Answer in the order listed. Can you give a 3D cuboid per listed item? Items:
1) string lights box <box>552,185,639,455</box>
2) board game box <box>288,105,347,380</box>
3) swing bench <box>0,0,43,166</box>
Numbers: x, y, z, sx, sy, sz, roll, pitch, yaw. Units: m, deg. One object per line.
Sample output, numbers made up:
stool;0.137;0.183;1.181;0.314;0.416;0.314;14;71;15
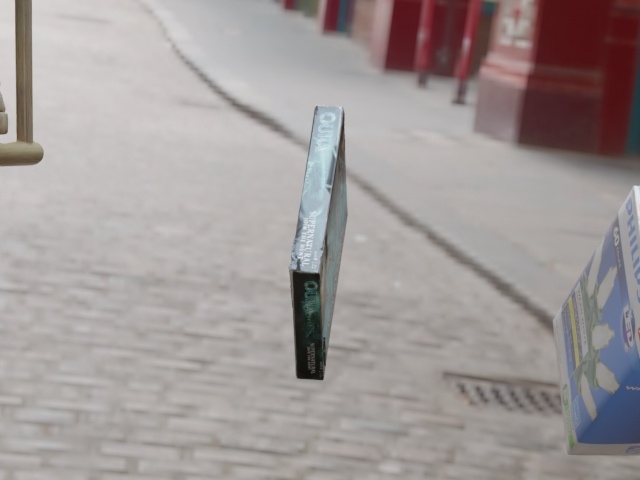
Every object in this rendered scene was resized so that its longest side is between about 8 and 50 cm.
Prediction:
string lights box;0.264;0.072;1.355;0.076;0.133;0.260;1;-27;-7
board game box;0.000;0.000;1.311;0.026;0.126;0.186;3;47;5
swing bench;-0.317;-0.174;1.156;0.165;0.253;0.254;1;5;14
